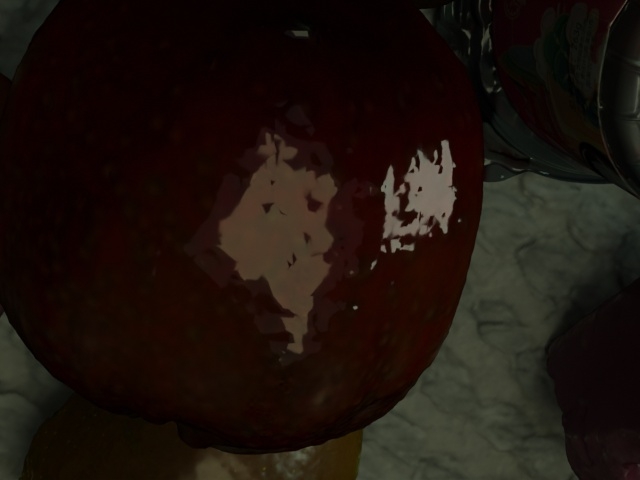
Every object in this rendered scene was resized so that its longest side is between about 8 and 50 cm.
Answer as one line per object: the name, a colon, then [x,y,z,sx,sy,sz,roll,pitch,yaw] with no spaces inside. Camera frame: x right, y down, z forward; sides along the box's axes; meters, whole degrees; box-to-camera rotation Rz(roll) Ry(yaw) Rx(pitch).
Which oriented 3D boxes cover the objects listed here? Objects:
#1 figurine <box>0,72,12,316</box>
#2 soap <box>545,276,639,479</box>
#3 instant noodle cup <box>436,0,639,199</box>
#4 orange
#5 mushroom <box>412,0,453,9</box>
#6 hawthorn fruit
figurine: [-0.241,-0.002,0.850,0.173,0.173,0.173,-8,117,-15]
soap: [0.362,0.112,1.070,0.359,0.128,0.233,13,147,-24]
instant noodle cup: [0.219,-0.123,0.934,0.258,0.181,0.302,34,100,-28]
orange: [-0.073,0.143,0.977,0.179,0.158,0.237,38,99,-27]
mushroom: [0.051,-0.189,0.902,0.127,0.087,0.127,7,118,13]
hawthorn fruit: [-0.023,-0.048,0.764,0.254,0.254,0.300,25,96,-27]
